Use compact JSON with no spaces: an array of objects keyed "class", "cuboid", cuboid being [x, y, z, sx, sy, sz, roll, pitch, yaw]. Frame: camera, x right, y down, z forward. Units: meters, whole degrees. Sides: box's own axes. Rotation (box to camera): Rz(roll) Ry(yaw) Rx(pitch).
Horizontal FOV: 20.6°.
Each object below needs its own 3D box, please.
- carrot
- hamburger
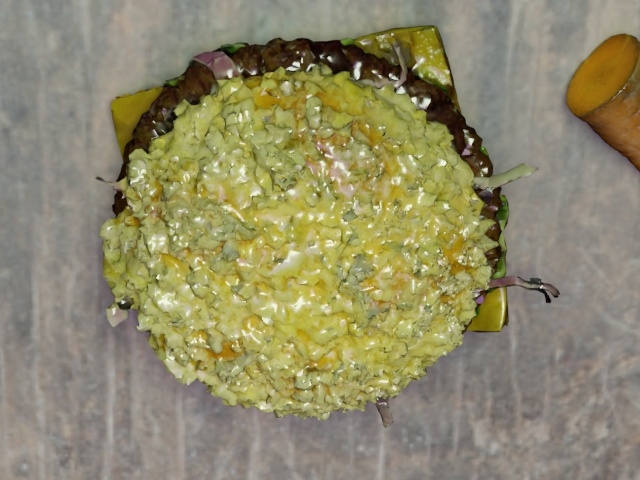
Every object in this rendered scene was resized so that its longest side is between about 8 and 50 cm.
[{"class":"carrot","cuboid":[0.234,-0.032,1.059,0.057,0.057,0.224,-40,118,16]},{"class":"hamburger","cuboid":[0.000,0.000,1.008,0.261,0.139,0.243,-18,116,7]}]
